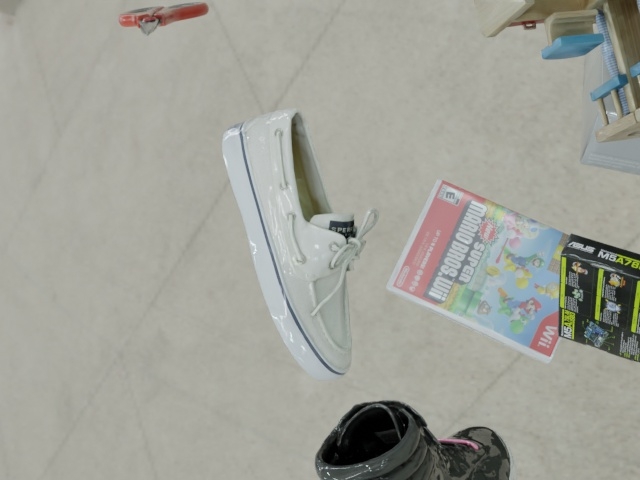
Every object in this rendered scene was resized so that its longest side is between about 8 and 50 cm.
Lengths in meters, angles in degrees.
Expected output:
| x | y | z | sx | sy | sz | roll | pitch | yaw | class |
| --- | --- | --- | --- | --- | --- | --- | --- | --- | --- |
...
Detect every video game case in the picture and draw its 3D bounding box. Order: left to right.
| x | y | z | sx | sy | sz | roll | pitch | yaw | class |
| --- | --- | --- | --- | --- | --- | --- | --- | --- | --- |
| 0.276 | 0.047 | 1.627 | 0.285 | 0.025 | 0.204 | 25 | 81 | 10 | video game case |

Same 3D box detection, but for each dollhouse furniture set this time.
| x | y | z | sx | sy | sz | roll | pitch | yaw | class |
| --- | --- | --- | --- | --- | --- | --- | --- | --- | --- |
| 0.231 | -0.158 | 0.873 | 0.129 | 0.184 | 0.129 | 145 | 115 | -69 | dollhouse furniture set |

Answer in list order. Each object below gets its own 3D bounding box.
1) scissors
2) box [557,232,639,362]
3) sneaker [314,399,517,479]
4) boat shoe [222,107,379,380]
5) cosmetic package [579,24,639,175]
| x | y | z | sx | sy | sz | roll | pitch | yaw | class |
| --- | --- | --- | --- | --- | --- | --- | --- | --- | --- |
| -0.206 | -0.250 | 1.176 | 0.297 | 0.109 | 0.021 | -72 | -21 | -69 | scissors |
| 0.406 | 0.089 | 1.330 | 0.184 | 0.190 | 0.045 | 20 | 57 | 27 | box |
| 0.095 | 0.195 | 0.910 | 0.105 | 0.296 | 0.147 | -7 | 102 | 32 | sneaker |
| 0.003 | -0.002 | 1.338 | 0.156 | 0.136 | 0.367 | -19 | 86 | 24 | boat shoe |
| 0.416 | -0.200 | 1.333 | 0.107 | 0.127 | 0.238 | 97 | -172 | -53 | cosmetic package |
